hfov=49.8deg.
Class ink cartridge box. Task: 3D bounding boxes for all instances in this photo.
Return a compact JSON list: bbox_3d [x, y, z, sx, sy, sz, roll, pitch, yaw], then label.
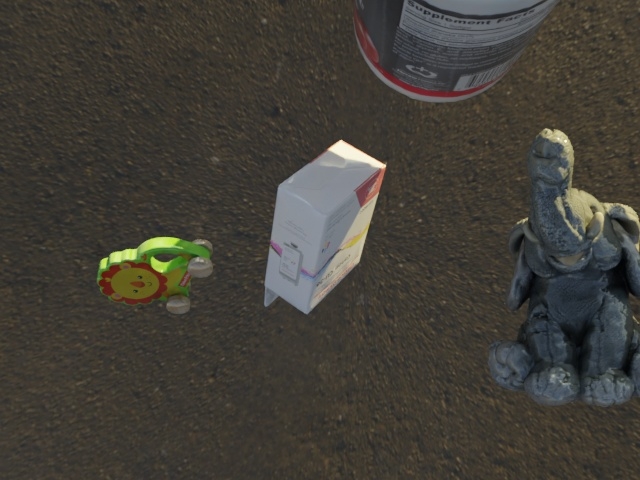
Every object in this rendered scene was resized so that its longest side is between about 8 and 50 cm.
[{"bbox_3d":[0.000,0.000,0.786,0.067,0.198,0.115,33,49,19],"label":"ink cartridge box"}]

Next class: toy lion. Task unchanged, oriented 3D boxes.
[{"bbox_3d":[-0.164,0.031,0.669,0.096,0.034,0.100,16,133,-24],"label":"toy lion"}]

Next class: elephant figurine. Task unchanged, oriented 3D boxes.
[{"bbox_3d":[0.244,0.025,0.655,0.170,0.186,0.239,-5,89,-15],"label":"elephant figurine"}]

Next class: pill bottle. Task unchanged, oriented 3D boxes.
[{"bbox_3d":[0.115,-0.238,0.544,0.177,0.318,0.176,0,84,1],"label":"pill bottle"}]
